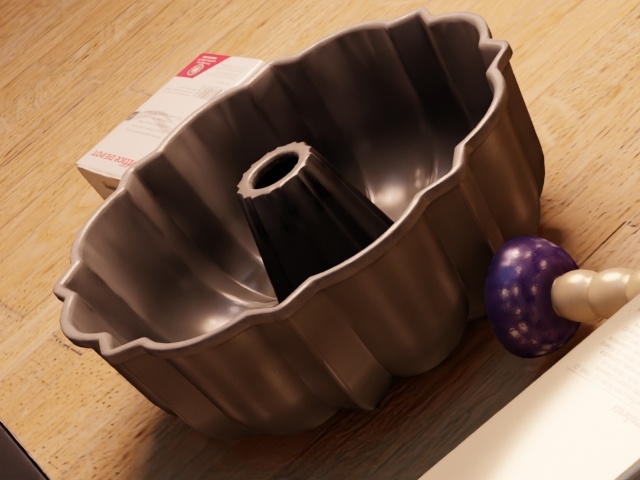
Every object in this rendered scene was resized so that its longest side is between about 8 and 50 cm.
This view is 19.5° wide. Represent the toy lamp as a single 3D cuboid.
[{"bbox_3d":[0.209,0.027,0.957,0.275,0.080,0.080,-5,38,49],"label":"toy lamp"}]

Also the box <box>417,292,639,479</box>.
[{"bbox_3d":[0.109,0.142,0.856,0.275,0.094,0.113,-39,26,-8],"label":"box"}]

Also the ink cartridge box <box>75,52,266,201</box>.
[{"bbox_3d":[-0.108,-0.080,1.506,0.150,0.063,0.109,-44,28,-17],"label":"ink cartridge box"}]

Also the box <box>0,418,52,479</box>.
[{"bbox_3d":[-0.299,0.159,1.225,0.207,0.153,0.108,-8,37,43],"label":"box"}]

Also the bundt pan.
[{"bbox_3d":[0.000,0.000,1.183,0.331,0.124,0.331,-26,28,15],"label":"bundt pan"}]
